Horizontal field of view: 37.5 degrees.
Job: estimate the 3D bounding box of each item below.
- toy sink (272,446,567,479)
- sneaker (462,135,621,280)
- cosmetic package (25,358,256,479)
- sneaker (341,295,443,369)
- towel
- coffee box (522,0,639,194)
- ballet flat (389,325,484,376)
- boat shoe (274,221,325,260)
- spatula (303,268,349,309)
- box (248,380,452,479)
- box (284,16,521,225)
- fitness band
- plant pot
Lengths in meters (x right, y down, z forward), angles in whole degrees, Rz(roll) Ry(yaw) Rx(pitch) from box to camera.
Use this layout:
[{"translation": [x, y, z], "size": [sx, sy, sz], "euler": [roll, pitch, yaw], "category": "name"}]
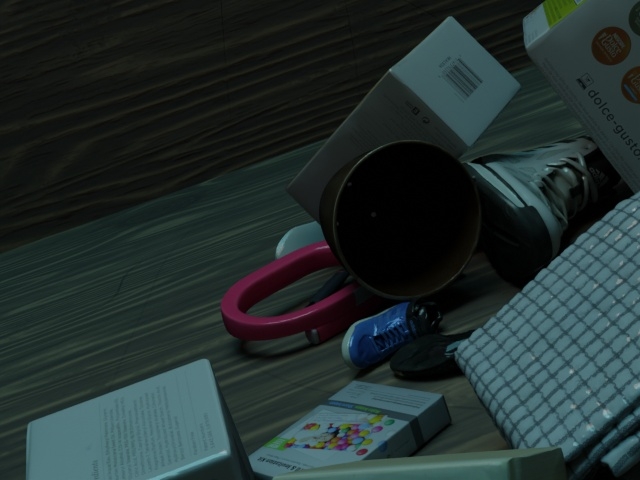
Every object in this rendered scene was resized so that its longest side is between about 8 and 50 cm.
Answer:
[{"translation": [0.075, 0.250, 0.570], "size": [0.152, 0.234, 0.131], "euler": [-12, -13, 27], "category": "toy sink"}, {"translation": [0.344, -0.085, 1.429], "size": [0.257, 0.169, 0.447], "euler": [-20, 12, 2], "category": "sneaker"}, {"translation": [-0.157, 0.234, 0.866], "size": [0.183, 0.151, 0.151], "euler": [-19, 30, -5], "category": "cosmetic package"}, {"translation": [0.098, 0.117, 1.215], "size": [0.084, 0.058, 0.152], "euler": [-16, 6, 44], "category": "sneaker"}, {"translation": [0.280, 0.097, 0.817], "size": [0.283, 0.121, 0.235], "euler": [-43, 22, 5], "category": "towel"}, {"translation": [0.529, -0.278, 1.381], "size": [0.334, 0.338, 0.338], "euler": [-37, 8, 20], "category": "coffee box"}, {"translation": [0.161, 0.138, 1.125], "size": [0.173, 0.049, 0.057], "euler": [-16, 42, 28], "category": "ballet flat"}, {"translation": [0.000, 0.000, 1.758], "size": [0.219, 0.078, 0.070], "euler": [-32, -15, -32], "category": "boat shoe"}, {"translation": [0.054, 0.050, 1.567], "size": [0.084, 0.030, 0.296], "euler": [-8, 18, 38], "category": "spatula"}, {"translation": [0.025, 0.215, 0.996], "size": [0.186, 0.038, 0.145], "euler": [-31, 18, -35], "category": "box"}, {"translation": [0.129, -0.166, 1.555], "size": [0.215, 0.168, 0.345], "euler": [-47, 1, -43], "category": "box"}, {"translation": [-0.013, 0.077, 1.444], "size": [0.291, 0.054, 0.209], "euler": [-27, 27, -31], "category": "fitness band"}, {"translation": [0.083, -0.039, 1.366], "size": [0.215, 0.215, 0.230], "euler": [-23, 13, -15], "category": "plant pot"}]
